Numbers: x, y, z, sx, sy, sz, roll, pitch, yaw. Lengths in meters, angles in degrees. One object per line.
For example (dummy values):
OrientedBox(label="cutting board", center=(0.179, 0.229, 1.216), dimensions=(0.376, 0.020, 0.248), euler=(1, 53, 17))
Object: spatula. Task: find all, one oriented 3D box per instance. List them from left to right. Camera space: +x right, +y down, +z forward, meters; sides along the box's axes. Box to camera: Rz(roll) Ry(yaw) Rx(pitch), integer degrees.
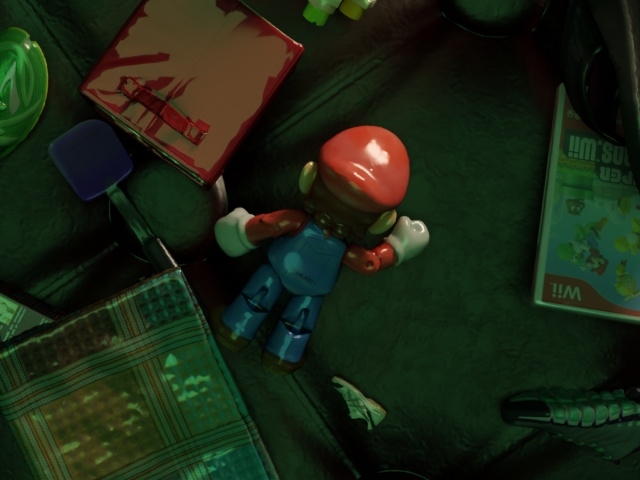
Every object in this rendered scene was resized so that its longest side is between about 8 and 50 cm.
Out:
OrientedBox(label="spatula", center=(-0.226, -0.018, 1.730), dimensions=(0.084, 0.030, 0.296), euler=(-35, 93, -2))

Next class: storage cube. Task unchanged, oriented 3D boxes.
OrientedBox(label="storage cube", center=(-0.149, -0.189, 1.637), dimensions=(0.183, 0.215, 0.193), euler=(36, 86, -3))

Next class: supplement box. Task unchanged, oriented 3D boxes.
OrientedBox(label="supplement box", center=(-0.361, 0.127, 1.711), dimensions=(0.188, 0.081, 0.104), euler=(28, 93, -4))

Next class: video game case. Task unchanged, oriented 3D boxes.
OrientedBox(label="video game case", center=(0.375, -0.042, 1.714), dimensions=(0.204, 0.025, 0.285), euler=(9, 78, -2))

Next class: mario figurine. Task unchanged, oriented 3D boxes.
OrientedBox(label="mario figurine", center=(0.000, 0.000, 1.716), dimensions=(0.198, 0.170, 0.321), euler=(23, 105, -45))

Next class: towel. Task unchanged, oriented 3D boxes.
OrientedBox(label="towel", center=(-0.216, 0.247, 1.689), dimensions=(0.271, 0.040, 0.370), euler=(-25, 107, -9))

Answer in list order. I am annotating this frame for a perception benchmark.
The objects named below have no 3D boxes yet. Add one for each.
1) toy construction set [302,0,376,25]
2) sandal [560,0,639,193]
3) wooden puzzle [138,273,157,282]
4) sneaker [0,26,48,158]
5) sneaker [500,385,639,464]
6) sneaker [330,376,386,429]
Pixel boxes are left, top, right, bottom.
OrientedBox(label="toy construction set", center=(-0.074, -0.361, 1.634), dimensions=(0.327, 0.215, 0.151), euler=(16, 112, 1))
OrientedBox(label="sandal", center=(0.347, -0.251, 1.682), dimensions=(0.107, 0.167, 0.446), euler=(-17, 79, 34))
OrientedBox(label="wooden puzzle", center=(-0.202, 0.083, 1.751), dimensions=(0.049, 0.006, 0.083), euler=(-4, 93, -2))
OrientedBox(label="sneaker", center=(-0.431, -0.124, 1.673), dimensions=(0.109, 0.123, 0.295), euler=(37, 91, -3))
OrientedBox(label="sneaker", center=(0.338, 0.240, 1.742), dimensions=(0.223, 0.083, 0.098), euler=(-1, 105, 2))
OrientedBox(label="sneaker", center=(0.042, 0.206, 1.753), dimensions=(0.083, 0.032, 0.037), euler=(39, 91, -3))
